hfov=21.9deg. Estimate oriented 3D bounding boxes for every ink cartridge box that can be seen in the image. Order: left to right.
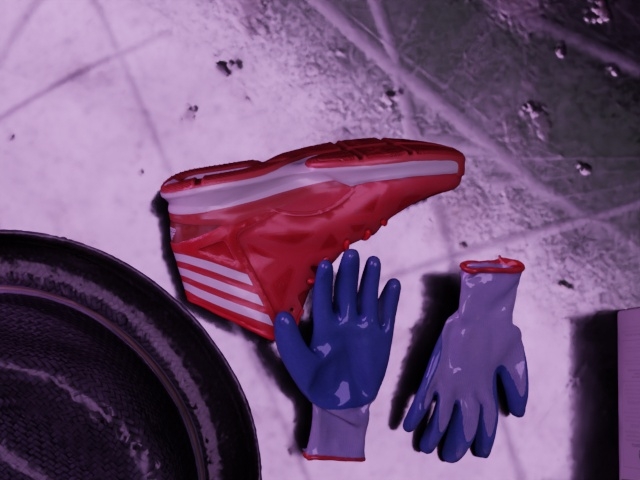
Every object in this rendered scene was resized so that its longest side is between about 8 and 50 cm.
[{"bbox_3d":[0.260,0.151,1.189,0.062,0.109,0.209,2,85,-9],"label":"ink cartridge box"}]

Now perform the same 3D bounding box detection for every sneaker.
[{"bbox_3d":[0.000,0.000,1.184,0.221,0.087,0.128,-8,103,-10],"label":"sneaker"}]

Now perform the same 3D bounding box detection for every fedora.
[{"bbox_3d":[-0.192,0.144,1.086,0.334,0.152,0.334,1,85,-11],"label":"fedora"}]

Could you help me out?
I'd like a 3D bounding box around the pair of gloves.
[{"bbox_3d":[0.060,0.084,1.171,0.198,0.023,0.159,3,103,-18],"label":"pair of gloves"}]
